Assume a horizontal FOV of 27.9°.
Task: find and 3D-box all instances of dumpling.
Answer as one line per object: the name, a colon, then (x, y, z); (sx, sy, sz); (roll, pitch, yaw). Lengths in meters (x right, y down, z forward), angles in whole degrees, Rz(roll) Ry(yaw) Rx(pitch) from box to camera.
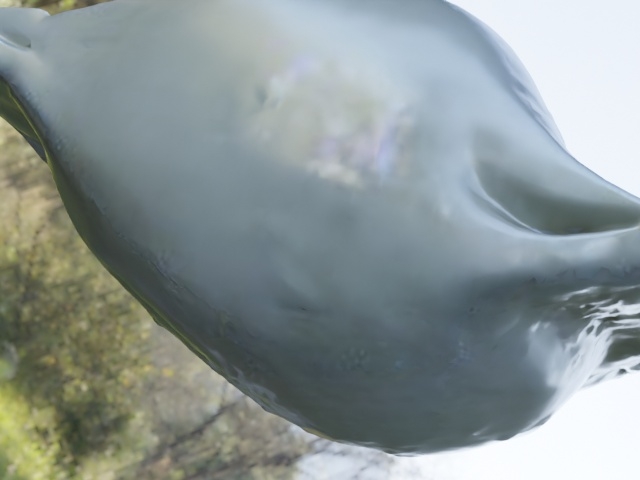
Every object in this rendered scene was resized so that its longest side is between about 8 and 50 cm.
dumpling: (0.000, 0.000, 0.416); (0.179, 0.252, 0.131); (72, 35, -68)
